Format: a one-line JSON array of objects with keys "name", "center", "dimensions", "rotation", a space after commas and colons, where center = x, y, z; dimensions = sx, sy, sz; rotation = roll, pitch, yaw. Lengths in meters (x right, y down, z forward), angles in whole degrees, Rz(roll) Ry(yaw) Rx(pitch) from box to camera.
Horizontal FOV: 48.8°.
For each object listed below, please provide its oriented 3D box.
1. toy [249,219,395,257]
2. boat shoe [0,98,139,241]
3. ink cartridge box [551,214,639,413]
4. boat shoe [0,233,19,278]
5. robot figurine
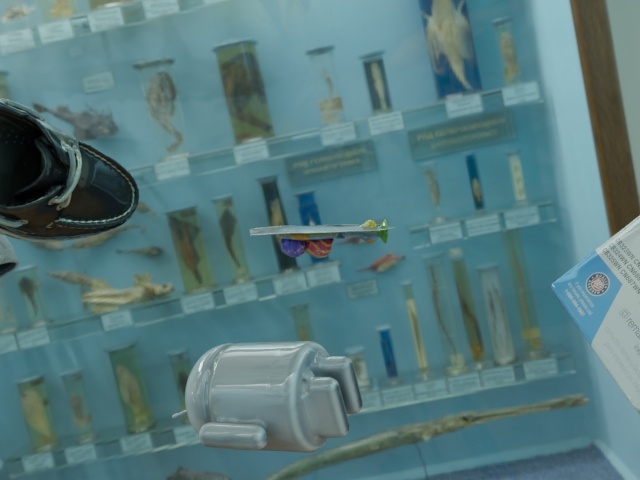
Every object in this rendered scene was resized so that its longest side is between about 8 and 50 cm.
[{"name": "toy", "center": [0.000, 0.000, 1.211], "dimensions": [0.238, 0.056, 0.137], "rotation": [-6, 5, -6]}, {"name": "boat shoe", "center": [-0.269, -0.060, 0.616], "dimensions": [0.091, 0.114, 0.303], "rotation": [1, -6, 36]}, {"name": "ink cartridge box", "center": [0.203, 0.023, 0.322], "dimensions": [0.143, 0.090, 0.092], "rotation": [-44, 29, 18]}, {"name": "boat shoe", "center": [-0.396, 0.055, 0.716], "dimensions": [0.184, 0.063, 0.066], "rotation": [-34, -17, -26]}, {"name": "robot figurine", "center": [-0.104, 0.290, 1.323], "dimensions": [0.354, 0.199, 0.300], "rotation": [-6, 16, 25]}]
